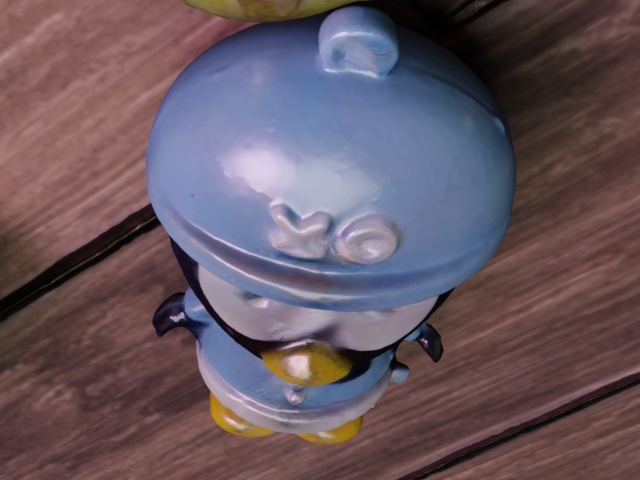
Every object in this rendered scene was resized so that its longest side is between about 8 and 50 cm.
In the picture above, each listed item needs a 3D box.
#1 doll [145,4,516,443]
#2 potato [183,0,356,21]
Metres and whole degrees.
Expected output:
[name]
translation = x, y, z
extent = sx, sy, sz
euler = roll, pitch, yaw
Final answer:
[doll]
translation = 0.000, 0.000, 0.758
extent = 0.177, 0.141, 0.314
euler = 5, 141, -3
[potato]
translation = 0.048, -0.180, 0.560
extent = 0.298, 0.141, 0.176
euler = -19, 145, 16
